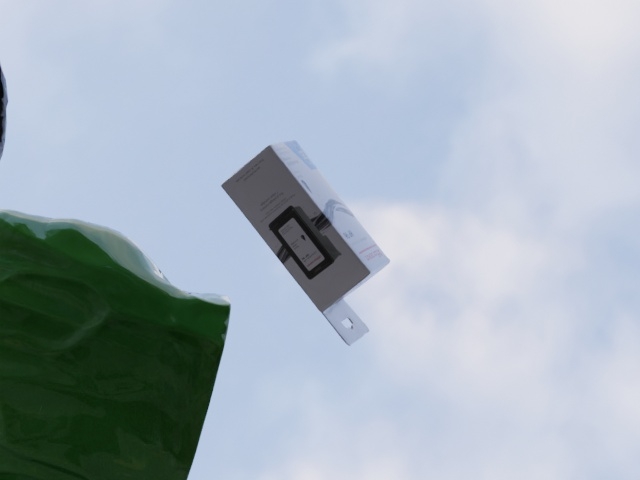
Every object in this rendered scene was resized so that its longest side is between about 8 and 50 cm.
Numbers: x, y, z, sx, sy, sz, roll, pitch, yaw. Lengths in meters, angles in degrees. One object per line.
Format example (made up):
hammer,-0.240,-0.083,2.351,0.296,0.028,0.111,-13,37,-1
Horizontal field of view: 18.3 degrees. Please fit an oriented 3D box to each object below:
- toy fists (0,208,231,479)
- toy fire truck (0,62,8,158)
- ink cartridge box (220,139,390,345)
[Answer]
toy fists,-0.143,0.124,0.880,0.142,0.096,0.279,16,-82,-10
toy fire truck,-0.176,-0.042,0.344,0.158,0.246,0.217,11,-96,47
ink cartridge box,0.000,0.000,0.813,0.028,0.048,0.083,-39,-93,13
